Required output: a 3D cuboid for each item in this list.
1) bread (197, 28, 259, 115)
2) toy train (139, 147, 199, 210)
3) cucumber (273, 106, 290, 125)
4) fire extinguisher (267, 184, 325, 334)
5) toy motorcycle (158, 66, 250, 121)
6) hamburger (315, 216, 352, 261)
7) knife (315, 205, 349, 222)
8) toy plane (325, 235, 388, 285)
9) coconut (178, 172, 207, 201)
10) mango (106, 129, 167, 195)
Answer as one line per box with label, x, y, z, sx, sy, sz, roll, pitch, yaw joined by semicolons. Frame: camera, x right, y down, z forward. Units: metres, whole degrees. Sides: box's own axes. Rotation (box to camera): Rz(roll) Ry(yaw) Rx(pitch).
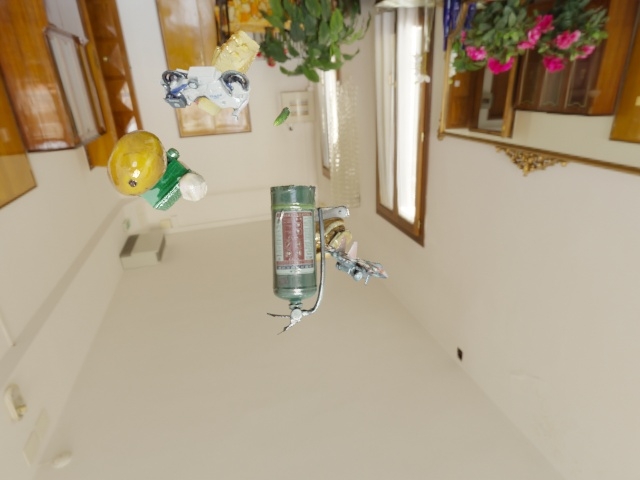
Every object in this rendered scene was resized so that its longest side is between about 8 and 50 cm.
bread;-0.348;-0.608;1.476;0.114;0.275;0.184;34;-129;-13
toy train;-0.691;-0.273;1.765;0.266;0.202;0.145;-47;-179;1
cucumber;-0.154;-0.517;1.670;0.039;0.039;0.167;4;-139;17
fire extinguisher;-0.050;0.039;0.797;0.118;0.294;0.093;-2;180;-4
toy motorcycle;-0.268;-0.357;0.974;0.221;0.102;0.150;4;162;8
hamburger;0.000;0.000;1.756;0.260;0.144;0.283;-14;-161;44
knife;0.008;-0.122;1.876;0.266;0.073;0.041;-5;-167;30
toy plane;0.140;0.091;1.371;0.223;0.104;0.326;30;175;45
coconut;-0.524;-0.225;1.653;0.110;0.124;0.110;0;-129;0
mango;-0.406;-0.171;0.889;0.109;0.147;0.227;19;-176;-31
